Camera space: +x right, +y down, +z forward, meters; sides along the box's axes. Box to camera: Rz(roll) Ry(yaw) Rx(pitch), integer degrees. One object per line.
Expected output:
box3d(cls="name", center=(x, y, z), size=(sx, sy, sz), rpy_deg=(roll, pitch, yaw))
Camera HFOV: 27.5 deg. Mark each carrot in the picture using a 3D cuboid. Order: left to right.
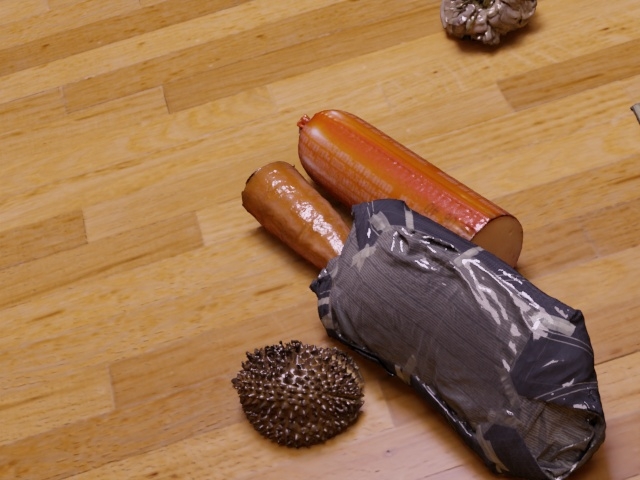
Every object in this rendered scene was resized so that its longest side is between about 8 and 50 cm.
box3d(cls="carrot", center=(0.000, 0.000, 1.348), size=(0.072, 0.072, 0.205), rpy_deg=(-31, 52, -17))

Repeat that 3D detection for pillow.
box3d(cls="pillow", center=(0.121, 0.083, 1.179), size=(0.335, 0.161, 0.093), rpy_deg=(35, 20, 36))

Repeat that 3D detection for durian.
box3d(cls="durian", center=(-0.031, 0.128, 1.216), size=(0.140, 0.071, 0.110), rpy_deg=(7, 47, 28))

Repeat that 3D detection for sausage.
box3d(cls="sausage", center=(0.073, -0.056, 1.360), size=(0.093, 0.093, 0.312), rpy_deg=(-34, 46, -20))

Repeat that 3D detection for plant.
box3d(cls="plant", center=(0.194, -0.300, 1.561), size=(0.117, 0.122, 0.104), rpy_deg=(-29, 34, -5))

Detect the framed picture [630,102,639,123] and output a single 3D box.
box3d(cls="framed picture", center=(0.497, -0.108, 1.351), size=(0.293, 0.018, 0.231), rpy_deg=(-13, 43, 2))
